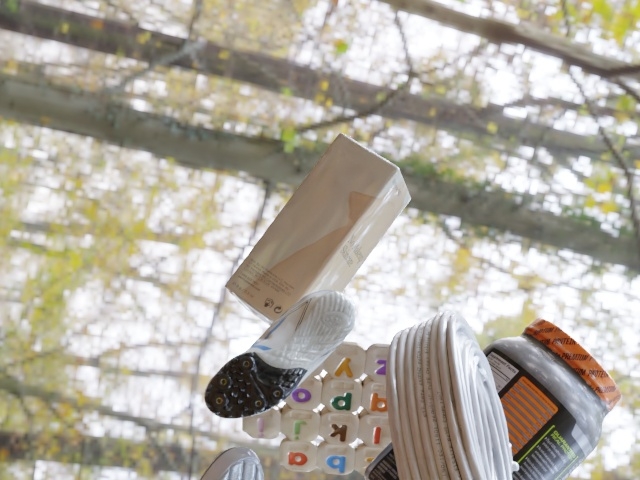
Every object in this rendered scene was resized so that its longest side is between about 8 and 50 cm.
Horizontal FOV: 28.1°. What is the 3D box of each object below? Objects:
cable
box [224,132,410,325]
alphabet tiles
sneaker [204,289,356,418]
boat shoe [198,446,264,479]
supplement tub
[{"bbox_3d":[0.132,0.199,1.277,0.257,0.089,0.257,-38,115,-76],"label":"cable"},{"bbox_3d":[0.000,0.000,2.041,0.121,0.148,0.311,34,-98,21],"label":"box"},{"bbox_3d":[0.029,0.241,1.844,0.021,0.284,0.278,-85,178,-50],"label":"alphabet tiles"},{"bbox_3d":[-0.052,0.148,1.625,0.085,0.237,0.086,55,-25,-3],"label":"sneaker"},{"bbox_3d":[-0.169,0.409,1.847,0.094,0.109,0.302,47,-55,43],"label":"boat shoe"},{"bbox_3d":[0.227,0.262,1.661,0.316,0.193,0.193,-43,-153,-7],"label":"supplement tub"}]
